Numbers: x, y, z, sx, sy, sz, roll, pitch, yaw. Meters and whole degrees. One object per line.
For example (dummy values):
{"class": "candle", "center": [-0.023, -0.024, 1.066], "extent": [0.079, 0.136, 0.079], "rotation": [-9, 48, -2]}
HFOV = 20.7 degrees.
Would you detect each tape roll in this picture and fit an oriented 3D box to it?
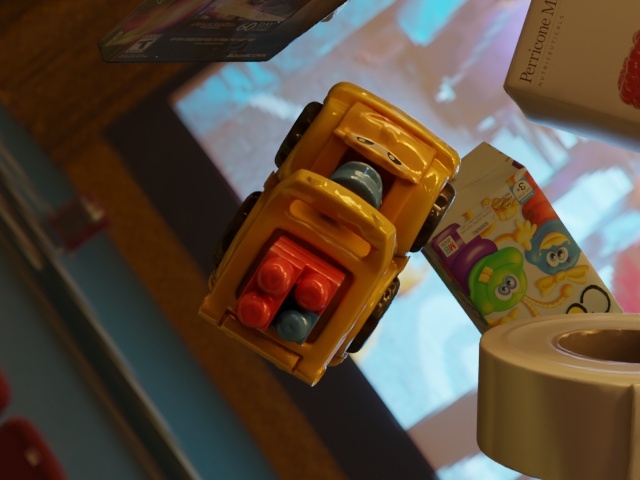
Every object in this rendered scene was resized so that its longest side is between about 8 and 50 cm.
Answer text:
{"class": "tape roll", "center": [0.284, 0.142, 1.596], "extent": [0.286, 0.286, 0.100], "rotation": [-98, -171, -80]}

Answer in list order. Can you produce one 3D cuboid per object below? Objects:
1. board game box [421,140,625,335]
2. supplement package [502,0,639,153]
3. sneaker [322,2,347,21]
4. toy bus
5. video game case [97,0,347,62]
{"class": "board game box", "center": [0.233, 0.044, 2.053], "extent": [0.275, 0.144, 0.142], "rotation": [53, -3, -22]}
{"class": "supplement package", "center": [0.333, -0.160, 1.549], "extent": [0.292, 0.178, 0.175], "rotation": [17, -1, 15]}
{"class": "sneaker", "center": [0.004, -0.356, 1.825], "extent": [0.102, 0.161, 0.282], "rotation": [10, -44, 24]}
{"class": "toy bus", "center": [0.000, 0.000, 1.373], "extent": [0.149, 0.220, 0.211], "rotation": [33, 12, 2]}
{"class": "video game case", "center": [-0.031, -0.220, 1.438], "extent": [0.196, 0.274, 0.026], "rotation": [-7, 71, -46]}
